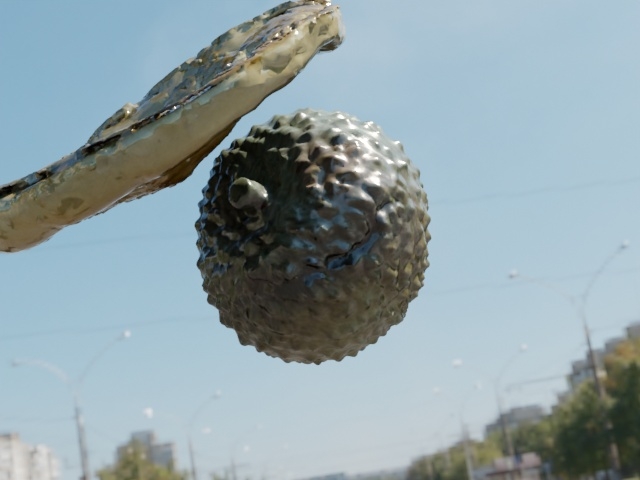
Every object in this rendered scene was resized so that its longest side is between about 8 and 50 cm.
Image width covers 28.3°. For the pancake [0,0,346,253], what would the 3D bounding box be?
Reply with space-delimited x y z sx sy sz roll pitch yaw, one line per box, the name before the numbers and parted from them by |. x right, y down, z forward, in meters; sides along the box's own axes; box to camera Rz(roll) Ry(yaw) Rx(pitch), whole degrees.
pancake | -0.138 -0.102 1.125 0.386 0.082 0.387 -31 12 7

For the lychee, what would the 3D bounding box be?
lychee | 0.000 0.000 1.252 0.255 0.255 0.274 -17 -36 34
